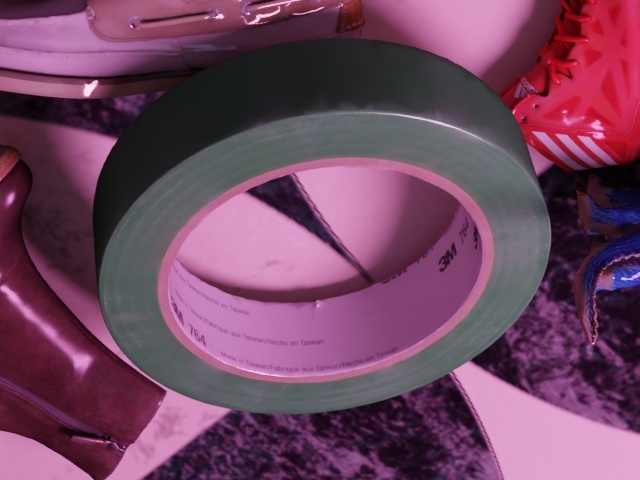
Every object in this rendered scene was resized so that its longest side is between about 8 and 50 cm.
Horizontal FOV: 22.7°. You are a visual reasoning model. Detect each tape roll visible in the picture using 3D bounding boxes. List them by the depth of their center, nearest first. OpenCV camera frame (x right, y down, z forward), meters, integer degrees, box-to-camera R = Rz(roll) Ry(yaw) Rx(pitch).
[{"bbox_3d":[0.000,0.000,1.135,0.321,0.077,0.321,-6,138,-6],"label":"tape roll"}]

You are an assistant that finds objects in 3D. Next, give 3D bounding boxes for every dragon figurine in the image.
[{"bbox_3d":[0.255,-0.001,1.119,0.144,0.289,0.085,0,100,17],"label":"dragon figurine"}]

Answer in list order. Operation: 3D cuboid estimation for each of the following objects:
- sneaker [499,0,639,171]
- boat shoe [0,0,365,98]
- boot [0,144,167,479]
[{"bbox_3d":[0.179,-0.138,1.122,0.128,0.087,0.221,-18,117,6],"label":"sneaker"},{"bbox_3d":[-0.120,-0.158,1.089,0.302,0.113,0.103,0,115,-12],"label":"boat shoe"},{"bbox_3d":[-0.202,0.059,1.194,0.207,0.090,0.248,30,128,-5],"label":"boot"}]
